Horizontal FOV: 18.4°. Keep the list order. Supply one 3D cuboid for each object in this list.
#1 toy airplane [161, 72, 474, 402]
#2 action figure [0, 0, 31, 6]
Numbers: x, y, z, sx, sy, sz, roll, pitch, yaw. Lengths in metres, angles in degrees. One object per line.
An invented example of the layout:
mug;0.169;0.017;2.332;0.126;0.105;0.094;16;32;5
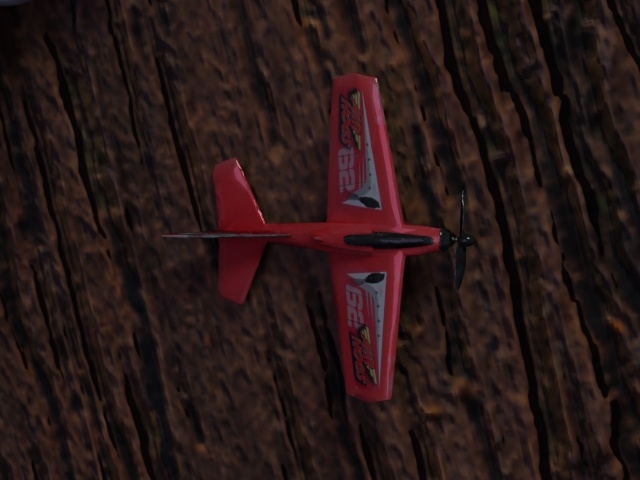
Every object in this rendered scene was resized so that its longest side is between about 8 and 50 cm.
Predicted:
toy airplane;0.000;0.000;0.900;0.151;0.028;0.151;4;100;24
action figure;-0.174;-0.161;0.880;0.141;0.164;0.275;15;100;27
